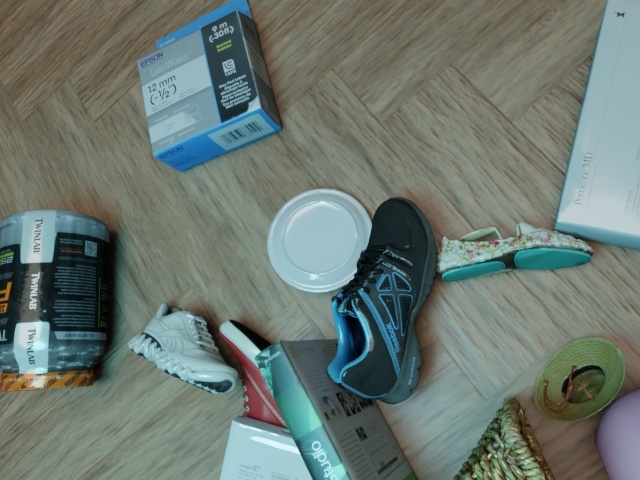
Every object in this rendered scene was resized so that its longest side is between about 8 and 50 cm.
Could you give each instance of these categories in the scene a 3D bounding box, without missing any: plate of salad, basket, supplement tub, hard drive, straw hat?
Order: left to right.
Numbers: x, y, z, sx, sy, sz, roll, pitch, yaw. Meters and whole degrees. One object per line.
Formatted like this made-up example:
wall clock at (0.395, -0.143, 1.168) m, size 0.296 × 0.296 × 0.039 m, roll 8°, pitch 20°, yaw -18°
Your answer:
supplement tub at (-0.536, 0.123, 1.059) m, size 0.207 × 0.207 × 0.338 m, roll -9°, pitch 75°, yaw 18°
hard drive at (-0.078, 0.467, 0.866) m, size 0.202 × 0.040 × 0.308 m, roll 12°, pitch 91°, yaw 11°
plate of salad at (0.000, 0.000, 0.976) m, size 0.199 × 0.048 × 0.200 m, roll -3°, pitch 72°, yaw 10°
basket at (0.268, 0.358, 0.662) m, size 0.213 × 0.299 × 0.223 m, roll 34°, pitch 92°, yaw 23°
straw hat at (0.392, 0.217, 0.773) m, size 0.061 × 0.144 × 0.144 m, roll 40°, pitch 95°, yaw -15°

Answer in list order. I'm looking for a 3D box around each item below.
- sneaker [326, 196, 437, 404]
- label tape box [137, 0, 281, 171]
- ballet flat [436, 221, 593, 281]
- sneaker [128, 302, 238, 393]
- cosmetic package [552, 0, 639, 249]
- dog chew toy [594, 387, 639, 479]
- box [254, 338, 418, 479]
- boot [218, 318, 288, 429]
sneaker at (0.097, 0.079, 0.846) m, size 0.125 × 0.139 × 0.341 m, roll -21°, pitch 57°, yaw 52°
label tape box at (-0.246, -0.353, 1.108) m, size 0.249 × 0.115 × 0.348 m, roll -20°, pitch 74°, yaw 15°
ballet flat at (0.299, 0.010, 0.845) m, size 0.240 × 0.091 × 0.077 m, roll -8°, pitch 62°, yaw 16°
sneaker at (-0.243, 0.189, 0.961) m, size 0.292 × 0.110 × 0.118 m, roll 13°, pitch 67°, yaw 44°
cosmetic package at (0.537, -0.168, 0.787) m, size 0.284 × 0.097 × 0.378 m, roll 14°, pitch 83°, yaw 20°
dog chew toy at (0.522, 0.253, 0.634) m, size 0.331 × 0.206 × 0.207 m, roll -24°, pitch 71°, yaw 19°
box at (0.043, 0.299, 0.794) m, size 0.058 × 0.232 × 0.322 m, roll -37°, pitch 68°, yaw 14°
boot at (-0.130, 0.274, 0.946) m, size 0.244 × 0.088 × 0.176 m, roll 42°, pitch 96°, yaw 19°
